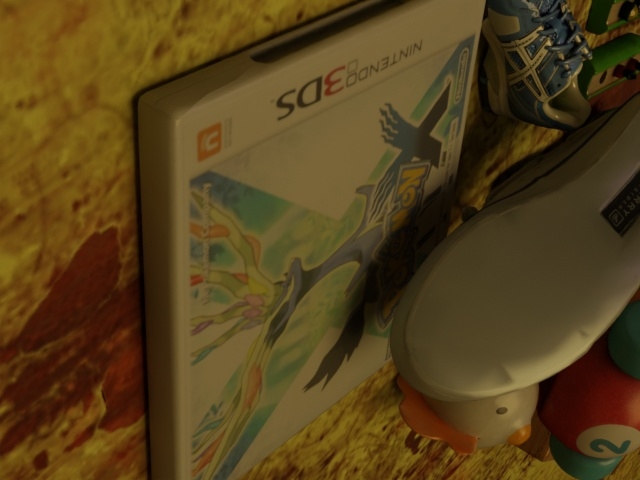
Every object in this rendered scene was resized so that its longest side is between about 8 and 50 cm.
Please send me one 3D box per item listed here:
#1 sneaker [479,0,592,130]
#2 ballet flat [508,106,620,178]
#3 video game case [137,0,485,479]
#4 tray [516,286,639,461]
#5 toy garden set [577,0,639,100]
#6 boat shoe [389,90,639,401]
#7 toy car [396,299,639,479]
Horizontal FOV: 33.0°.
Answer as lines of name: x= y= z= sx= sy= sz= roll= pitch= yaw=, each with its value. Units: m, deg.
sneaker: x=0.167 y=-0.163 z=0.817 sx=0.080 sy=0.081 sz=0.211 roll=-50 pitch=149 yaw=-16
ballet flat: x=0.245 y=-0.059 z=1.039 sx=0.213 sy=0.072 sz=0.068 roll=-35 pitch=152 yaw=-35
video game case: x=0.000 y=0.000 z=0.752 sx=0.300 sy=0.036 sz=0.329 roll=-32 pitch=140 yaw=-39
tray: x=0.369 y=0.070 z=1.330 sx=0.203 sy=0.076 sz=0.410 roll=11 pitch=107 yaw=-59
toy garden set: x=0.332 y=-0.261 z=1.013 sx=0.204 sy=0.049 sz=0.244 roll=-28 pitch=137 yaw=-43
boat shoe: x=0.179 y=-0.004 z=0.876 sx=0.367 sy=0.136 sz=0.156 roll=-43 pitch=-175 yaw=-20
toy car: x=0.184 y=0.141 z=1.010 sx=0.238 sy=0.210 sz=0.219 roll=-25 pitch=148 yaw=-27
